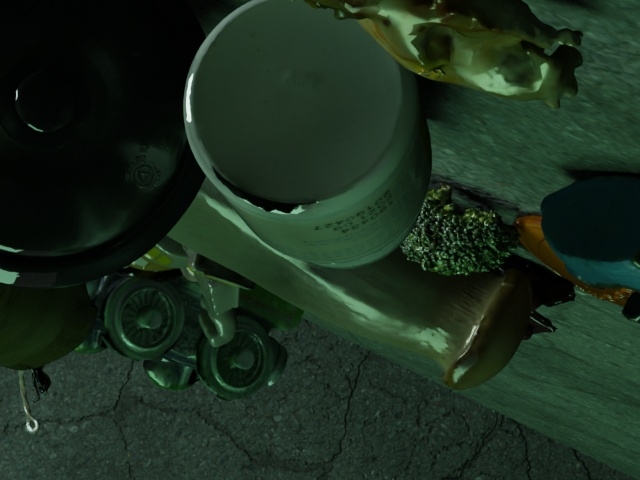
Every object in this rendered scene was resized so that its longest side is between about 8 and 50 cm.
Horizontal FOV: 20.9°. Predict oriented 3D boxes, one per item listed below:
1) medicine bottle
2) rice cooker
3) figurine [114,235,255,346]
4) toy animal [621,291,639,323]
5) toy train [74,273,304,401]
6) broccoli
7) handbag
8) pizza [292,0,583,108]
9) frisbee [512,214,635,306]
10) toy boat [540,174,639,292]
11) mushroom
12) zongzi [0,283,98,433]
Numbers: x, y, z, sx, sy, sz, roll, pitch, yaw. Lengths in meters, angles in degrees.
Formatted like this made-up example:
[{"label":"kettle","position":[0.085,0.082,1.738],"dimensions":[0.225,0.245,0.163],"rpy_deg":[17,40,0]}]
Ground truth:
[{"label":"medicine bottle","position":[0.001,-0.060,1.131],"dimensions":[0.143,0.143,0.258],"rpy_deg":[23,172,10]},{"label":"rice cooker","position":[-0.197,-0.090,1.200],"dimensions":[0.280,0.241,0.227],"rpy_deg":[-6,-178,-13]},{"label":"figurine","position":[-0.160,-0.028,1.794],"dimensions":[0.143,0.308,0.308],"rpy_deg":[-15,-169,-24]},{"label":"toy animal","position":[0.285,0.047,1.214],"dimensions":[0.137,0.082,0.269],"rpy_deg":[28,172,-19]},{"label":"toy train","position":[-0.161,0.045,2.043],"dimensions":[0.307,0.249,0.173],"rpy_deg":[28,167,-30]},{"label":"broccoli","position":[0.116,-0.010,1.459],"dimensions":[0.095,0.092,0.097],"rpy_deg":[54,135,8]},{"label":"handbag","position":[0.127,0.037,1.728],"dimensions":[0.203,0.074,0.216],"rpy_deg":[25,173,-11]},{"label":"pizza","position":[-0.009,-0.143,0.836],"dimensions":[0.297,0.071,0.189],"rpy_deg":[27,172,-21]},{"label":"frisbee","position":[0.245,0.033,1.448],"dimensions":[0.192,0.035,0.192],"rpy_deg":[25,174,3]},{"label":"toy boat","position":[0.208,0.002,1.164],"dimensions":[0.077,0.075,0.185],"rpy_deg":[36,172,-21]},{"label":"mushroom","position":[0.000,-0.007,1.550],"dimensions":[0.407,0.137,0.154],"rpy_deg":[26,139,4]},{"label":"zongzi","position":[-0.369,-0.036,1.825],"dimensions":[0.447,0.181,0.418],"rpy_deg":[47,-160,-70]}]
